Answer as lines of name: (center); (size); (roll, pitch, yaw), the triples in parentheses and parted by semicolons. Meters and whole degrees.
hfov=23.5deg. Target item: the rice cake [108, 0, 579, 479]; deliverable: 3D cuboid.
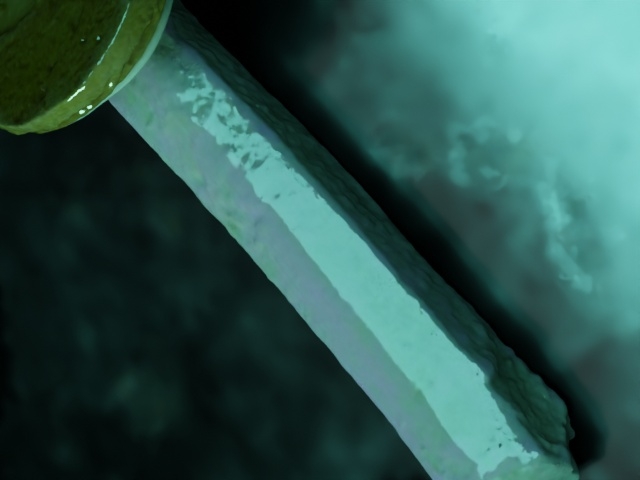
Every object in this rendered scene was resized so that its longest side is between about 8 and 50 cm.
rice cake: (0.000, 0.000, 0.821); (0.365, 0.056, 0.073); (49, 115, 12)

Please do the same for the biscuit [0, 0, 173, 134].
biscuit: (-0.134, -0.155, 0.834); (0.181, 0.049, 0.208); (-15, 68, 41)
